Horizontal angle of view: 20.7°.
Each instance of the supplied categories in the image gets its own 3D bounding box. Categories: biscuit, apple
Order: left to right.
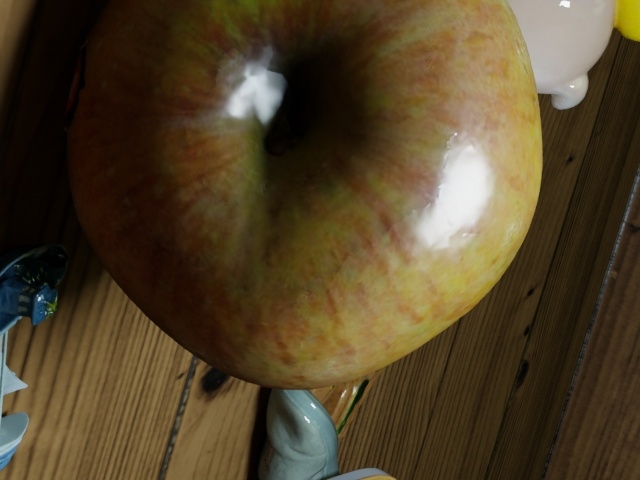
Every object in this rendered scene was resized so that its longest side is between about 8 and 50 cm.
[{"bbox_3d":[-0.012,-0.084,1.441,0.333,0.400,0.400,38,72,-83],"label":"apple"},{"bbox_3d":[0.062,0.120,2.285,0.334,0.047,0.202,-57,155,-36],"label":"biscuit"}]

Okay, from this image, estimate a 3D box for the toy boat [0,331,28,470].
[{"bbox_3d":[-0.274,0.135,1.444,0.105,0.034,0.149,-52,153,-47],"label":"toy boat"}]

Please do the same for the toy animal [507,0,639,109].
[{"bbox_3d":[0.293,-0.330,1.982,0.345,0.278,0.247,-59,-156,25],"label":"toy animal"}]

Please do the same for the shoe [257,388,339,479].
[{"bbox_3d":[-0.034,0.257,2.097,0.100,0.103,0.251,-31,143,-14],"label":"shoe"}]

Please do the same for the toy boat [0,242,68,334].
[{"bbox_3d":[-0.244,0.043,1.405,0.137,0.061,0.060,-36,140,-57],"label":"toy boat"}]

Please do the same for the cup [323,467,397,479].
[{"bbox_3d":[0.000,0.387,2.080,0.264,0.182,0.226,-3,105,-34],"label":"cup"}]
